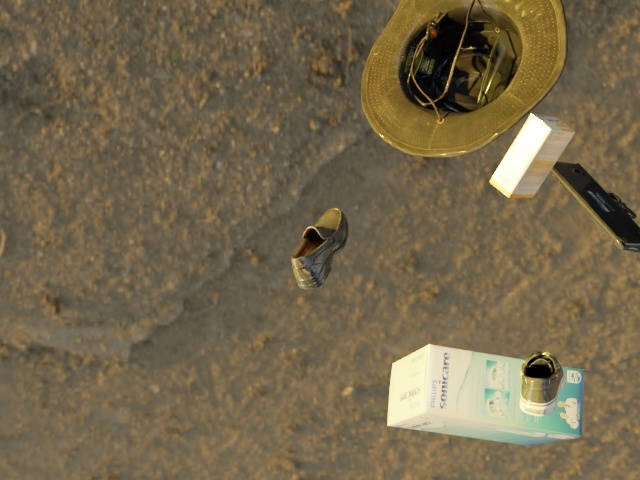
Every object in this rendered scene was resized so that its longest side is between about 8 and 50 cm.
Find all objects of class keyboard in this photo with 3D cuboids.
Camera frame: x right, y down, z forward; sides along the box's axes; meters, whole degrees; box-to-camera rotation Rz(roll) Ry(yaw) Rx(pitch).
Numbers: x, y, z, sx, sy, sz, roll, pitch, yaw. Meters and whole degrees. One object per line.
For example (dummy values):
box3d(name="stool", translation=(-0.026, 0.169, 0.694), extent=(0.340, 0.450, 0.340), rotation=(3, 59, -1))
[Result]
box3d(name="keyboard", translation=(0.397, -0.047, 1.354), extent=(0.108, 0.180, 0.023), rotation=(1, 133, -38))

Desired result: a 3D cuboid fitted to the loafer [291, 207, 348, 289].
box3d(name="loafer", translation=(0.000, 0.000, 1.537), extent=(0.062, 0.170, 0.061), rotation=(-7, 129, 26))

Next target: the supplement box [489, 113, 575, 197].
box3d(name="supplement box", translation=(0.255, -0.101, 1.157), extent=(0.062, 0.036, 0.098), rotation=(-2, 128, -49))

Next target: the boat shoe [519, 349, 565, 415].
box3d(name="boat shoe", translation=(0.239, 0.143, 1.032), extent=(0.049, 0.142, 0.040), rotation=(3, 105, 14))

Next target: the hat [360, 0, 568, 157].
box3d(name="hat", translation=(0.229, -0.245, 1.426), extent=(0.331, 0.331, 0.134), rotation=(-31, 145, 25))

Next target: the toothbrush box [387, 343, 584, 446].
box3d(name="toothbrush box", translation=(0.292, 0.285, 1.735), extent=(0.295, 0.126, 0.216), rotation=(9, 162, -10))
